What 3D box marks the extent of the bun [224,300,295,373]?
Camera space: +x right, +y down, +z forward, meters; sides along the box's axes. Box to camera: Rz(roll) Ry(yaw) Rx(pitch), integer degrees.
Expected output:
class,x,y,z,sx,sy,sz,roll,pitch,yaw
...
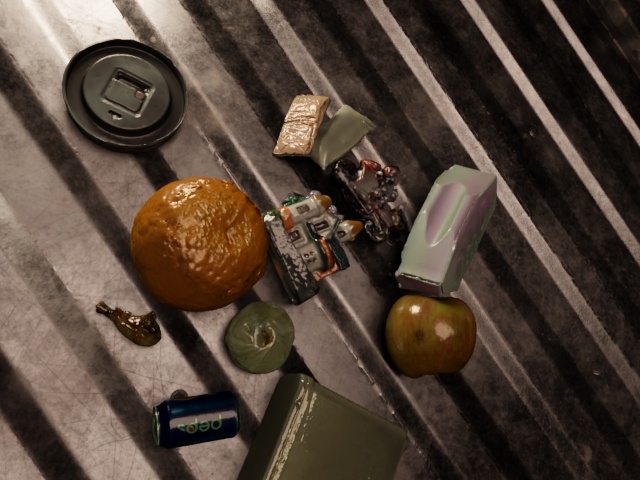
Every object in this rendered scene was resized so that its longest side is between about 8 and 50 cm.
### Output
class,x,y,z,sx,sy,sz,roll,pitch,yaw
bun,-0.154,0.255,1.475,0.195,0.118,0.196,7,70,-21

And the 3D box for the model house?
class,x,y,z,sx,sy,sz,roll,pitch,yaw
model house,0.000,0.000,1.545,0.300,0.190,0.272,-24,87,-18

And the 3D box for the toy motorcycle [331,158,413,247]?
class,x,y,z,sx,sy,sz,roll,pitch,yaw
toy motorcycle,0.201,-0.093,1.707,0.207,0.134,0.401,-27,86,-20

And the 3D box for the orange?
class,x,y,z,sx,sy,sz,roll,pitch,yaw
orange,-0.305,0.013,1.382,0.340,0.293,0.341,14,67,-37

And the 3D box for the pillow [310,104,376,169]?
class,x,y,z,sx,sy,sz,roll,pitch,yaw
pillow,0.043,-0.329,1.732,0.144,0.078,0.254,42,64,14

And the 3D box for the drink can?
class,x,y,z,sx,sy,sz,roll,pitch,yaw
drink can,-0.305,0.441,1.362,0.204,0.118,0.118,-3,77,-24

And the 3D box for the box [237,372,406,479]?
class,x,y,z,sx,sy,sz,roll,pitch,yaw
box,0.006,0.575,1.424,0.343,0.177,0.352,30,66,-14

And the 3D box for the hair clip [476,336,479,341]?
class,x,y,z,sx,sy,sz,roll,pitch,yaw
hair clip,0.448,0.305,1.753,0.114,0.039,0.030,10,67,-17

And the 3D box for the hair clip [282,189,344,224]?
class,x,y,z,sx,sy,sz,roll,pitch,yaw
hair clip,-0.023,-0.087,1.662,0.195,0.052,0.124,12,83,-14

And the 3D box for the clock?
class,x,y,z,sx,sy,sz,roll,pitch,yaw
clock,-0.531,-0.397,1.519,0.324,0.067,0.325,6,74,-20

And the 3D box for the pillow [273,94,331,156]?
class,x,y,z,sx,sy,sz,roll,pitch,yaw
pillow,-0.057,-0.354,1.689,0.126,0.043,0.233,8,66,26

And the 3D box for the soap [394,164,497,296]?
class,x,y,z,sx,sy,sz,roll,pitch,yaw
soap,0.388,-0.021,1.677,0.156,0.261,0.446,19,62,26

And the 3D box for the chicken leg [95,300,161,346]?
class,x,y,z,sx,sy,sz,roll,pitch,yaw
chicken leg,-0.477,0.200,1.389,0.178,0.070,0.093,27,61,-3

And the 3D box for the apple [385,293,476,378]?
class,x,y,z,sx,sy,sz,roll,pitch,yaw
apple,0.315,0.278,1.590,0.264,0.264,0.265,6,74,-21
